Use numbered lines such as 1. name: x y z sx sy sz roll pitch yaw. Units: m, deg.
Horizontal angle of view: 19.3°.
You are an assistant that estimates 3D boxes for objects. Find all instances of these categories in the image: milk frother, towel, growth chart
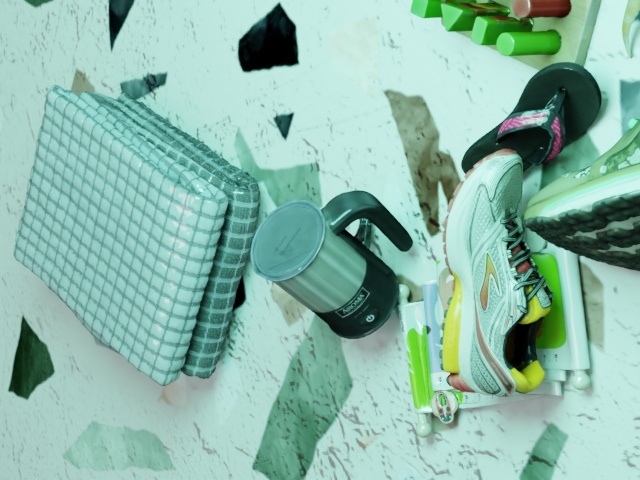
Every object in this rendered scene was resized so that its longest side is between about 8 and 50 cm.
1. milk frother: 0.000 0.000 1.792 0.143 0.135 0.129 32 84 44
2. towel: -0.196 -0.012 2.024 0.284 0.121 0.235 36 122 36
3. growth chart: 0.156 0.079 1.734 0.237 0.021 0.172 -20 80 45

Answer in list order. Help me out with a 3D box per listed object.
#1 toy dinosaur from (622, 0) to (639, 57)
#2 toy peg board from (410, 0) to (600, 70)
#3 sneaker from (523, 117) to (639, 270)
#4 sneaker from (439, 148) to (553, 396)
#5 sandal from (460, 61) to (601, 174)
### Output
1. toy dinosaur: 0.276 -0.235 1.536 0.183 0.053 0.092 -49 63 39
2. toy peg board: 0.162 -0.238 1.637 0.161 0.079 0.160 31 117 39
3. sneaker: 0.324 -0.099 1.483 0.410 0.158 0.182 -28 44 47
4. sneaker: 0.166 0.030 1.653 0.093 0.088 0.225 11 109 37
5. sandal: 0.184 -0.090 1.645 0.067 0.040 0.179 35 136 -9
